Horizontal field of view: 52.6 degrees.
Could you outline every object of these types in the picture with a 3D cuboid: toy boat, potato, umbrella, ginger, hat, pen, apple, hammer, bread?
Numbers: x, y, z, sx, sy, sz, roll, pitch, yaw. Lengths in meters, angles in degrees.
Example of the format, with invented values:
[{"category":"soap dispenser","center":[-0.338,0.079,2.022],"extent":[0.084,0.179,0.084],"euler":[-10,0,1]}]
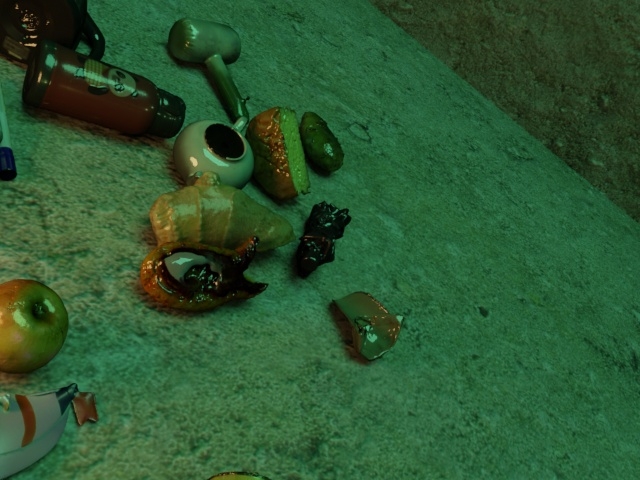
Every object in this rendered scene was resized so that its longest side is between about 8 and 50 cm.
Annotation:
[{"category":"toy boat","center":[-0.465,0.280,0.904],"extent":[0.318,0.072,0.219],"euler":[23,37,-39]},{"category":"potato","center":[-0.001,-0.288,1.864],"extent":[0.117,0.090,0.225],"euler":[22,35,-48]},{"category":"umbrella","center":[-0.001,0.000,1.554],"extent":[0.110,0.122,0.272],"euler":[57,24,-18]},{"category":"ginger","center":[-0.199,-0.037,1.389],"extent":[0.354,0.126,0.189],"euler":[16,85,-40]},{"category":"hat","center":[0.100,0.194,1.505],"extent":[0.147,0.084,0.175],"euler":[-11,38,-35]},{"category":"pen","center":[-0.630,-0.227,1.273],"extent":[0.033,0.033,0.268],"euler":[4,50,-40]},{"category":"apple","center":[-0.464,0.132,0.991],"extent":[0.147,0.146,0.146],"euler":[25,40,-23]},{"category":"hammer","center":[-0.275,-0.462,1.785],"extent":[0.207,0.119,0.335],"euler":[-11,68,-46]},{"category":"bread","center":[-0.112,-0.217,1.641],"extent":[0.143,0.140,0.228],"euler":[-25,106,-60]},{"category":"bread","center":[-0.228,0.067,1.284],"extent":[0.269,0.095,0.139],"euler":[-4,88,-43]}]

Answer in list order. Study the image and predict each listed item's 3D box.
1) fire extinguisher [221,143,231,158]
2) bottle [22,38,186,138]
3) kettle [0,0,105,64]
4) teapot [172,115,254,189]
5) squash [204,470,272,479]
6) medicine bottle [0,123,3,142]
[{"category":"fire extinguisher","center":[-0.239,-0.236,1.636],"extent":[0.132,0.039,0.056],"euler":[47,28,6]},{"category":"bottle","center":[-0.464,-0.318,1.430],"extent":[0.336,0.144,0.143],"euler":[13,45,-36]},{"category":"kettle","center":[-0.603,-0.534,1.473],"extent":[0.251,0.207,0.271],"euler":[20,33,-17]},{"category":"teapot","center":[-0.243,-0.198,1.505],"extent":[0.193,0.129,0.294],"euler":[37,46,-10]},{"category":"squash","center":[-0.134,0.477,0.944],"extent":[0.133,0.132,0.247],"euler":[29,41,-18]},{"category":"medicine bottle","center":[-0.646,-0.210,1.210],"extent":[0.090,0.053,0.208],"euler":[-12,59,-20]}]
